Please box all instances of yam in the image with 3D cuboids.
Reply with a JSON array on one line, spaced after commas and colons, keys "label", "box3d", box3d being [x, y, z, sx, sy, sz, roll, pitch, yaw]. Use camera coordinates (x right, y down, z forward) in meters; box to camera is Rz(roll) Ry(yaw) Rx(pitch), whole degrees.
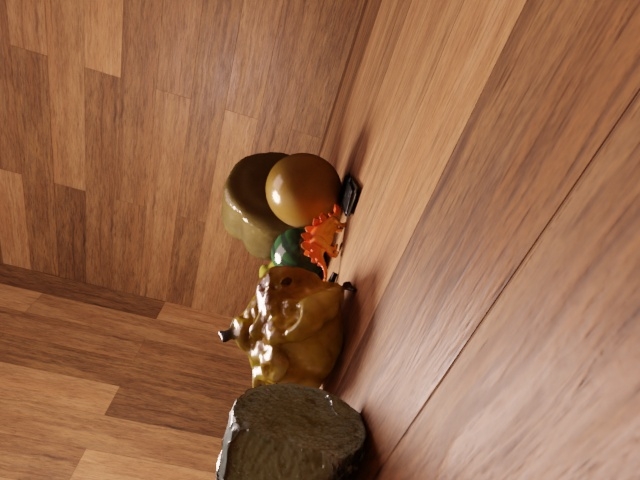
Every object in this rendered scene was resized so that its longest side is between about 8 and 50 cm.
[{"label": "yam", "box3d": [-0.053, 0.368, 0.621, 0.201, 0.202, 0.271, -11, -64, -74]}]

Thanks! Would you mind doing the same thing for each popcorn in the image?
[{"label": "popcorn", "box3d": [-0.081, 0.195, 0.909, 0.297, 0.281, 0.315, -126, 37, -59]}]

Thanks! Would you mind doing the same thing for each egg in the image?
[{"label": "egg", "box3d": [-0.056, -0.166, 1.354, 0.322, 0.250, 0.250, 9, -83, -75]}]

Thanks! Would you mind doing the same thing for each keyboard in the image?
[{"label": "keyboard", "box3d": [0.084, -0.141, 1.207, 0.230, 0.025, 0.093, -93, 18, -70]}]

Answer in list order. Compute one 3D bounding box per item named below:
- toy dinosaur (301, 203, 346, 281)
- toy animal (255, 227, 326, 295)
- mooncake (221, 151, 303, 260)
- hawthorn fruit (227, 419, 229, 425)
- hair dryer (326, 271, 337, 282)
[{"label": "toy dinosaur", "box3d": [0.000, 0.000, 1.162, 0.070, 0.117, 0.288, 119, 171, -58]}, {"label": "toy animal", "box3d": [-0.090, 0.116, 1.399, 0.191, 0.216, 0.338, 59, 137, 41]}, {"label": "mooncake", "box3d": [-0.198, -0.154, 1.779, 0.262, 0.467, 0.467, 104, 177, -53]}, {"label": "hawthorn fruit", "box3d": [-0.118, 0.470, 0.961, 0.225, 0.197, 0.196, 77, -165, -45]}, {"label": "hair dryer", "box3d": [0.031, 0.132, 1.087, 0.079, 0.031, 0.083, -65, 23, 11]}]
